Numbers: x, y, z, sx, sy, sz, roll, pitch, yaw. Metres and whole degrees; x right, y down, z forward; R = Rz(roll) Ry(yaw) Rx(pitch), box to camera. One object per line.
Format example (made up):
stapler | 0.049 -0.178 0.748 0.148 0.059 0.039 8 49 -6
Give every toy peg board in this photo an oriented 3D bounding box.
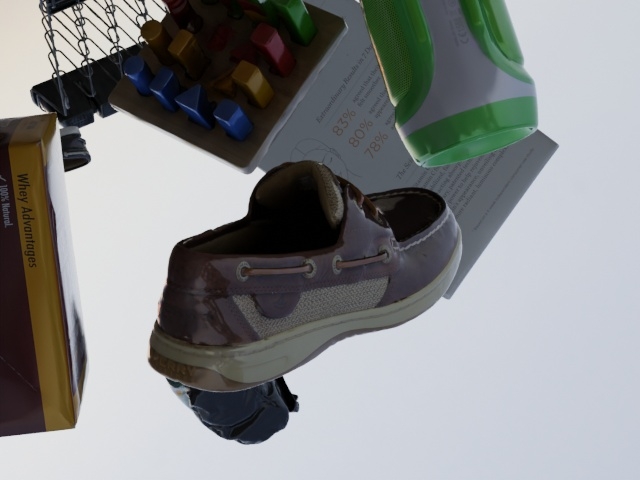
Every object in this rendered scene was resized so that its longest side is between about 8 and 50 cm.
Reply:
toy peg board | -0.091 -0.167 1.488 0.161 0.079 0.160 27 -104 28

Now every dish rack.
dish rack | -0.219 -0.248 1.887 0.208 0.271 0.074 -26 -123 -20

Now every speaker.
speaker | 0.089 -0.218 1.464 0.131 0.296 0.131 -17 173 -2

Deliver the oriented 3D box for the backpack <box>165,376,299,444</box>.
backpack | -0.115 0.132 1.954 0.115 0.152 0.182 -32 -138 7

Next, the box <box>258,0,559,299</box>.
box | 0.066 -0.122 1.964 0.215 0.345 0.168 -55 179 6

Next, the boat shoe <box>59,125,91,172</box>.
boat shoe | -0.276 -0.071 1.635 0.125 0.038 0.046 -20 162 -32

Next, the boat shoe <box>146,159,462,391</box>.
boat shoe | 0.000 0.000 1.286 0.123 0.123 0.342 17 -155 34

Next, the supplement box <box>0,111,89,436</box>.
supplement box | -0.262 0.026 1.144 0.194 0.191 0.129 -6 -167 -3
